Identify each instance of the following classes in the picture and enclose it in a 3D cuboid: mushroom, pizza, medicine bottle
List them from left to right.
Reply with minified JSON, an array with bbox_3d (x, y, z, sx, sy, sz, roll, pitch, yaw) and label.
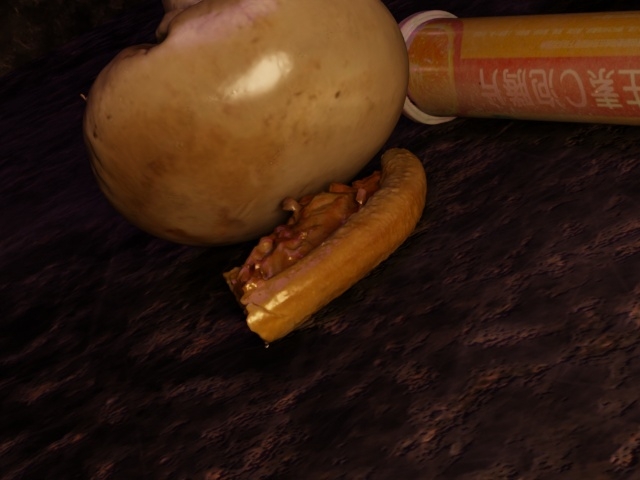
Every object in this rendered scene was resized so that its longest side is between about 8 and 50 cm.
[{"bbox_3d":[-0.086,-0.154,1.283,0.292,0.290,0.292,-25,-17,-8],"label":"mushroom"},{"bbox_3d":[0.006,-0.002,1.172,0.134,0.056,0.271,1,30,44],"label":"pizza"},{"bbox_3d":[0.211,-0.146,1.233,0.108,0.108,0.426,-33,20,-24],"label":"medicine bottle"}]
